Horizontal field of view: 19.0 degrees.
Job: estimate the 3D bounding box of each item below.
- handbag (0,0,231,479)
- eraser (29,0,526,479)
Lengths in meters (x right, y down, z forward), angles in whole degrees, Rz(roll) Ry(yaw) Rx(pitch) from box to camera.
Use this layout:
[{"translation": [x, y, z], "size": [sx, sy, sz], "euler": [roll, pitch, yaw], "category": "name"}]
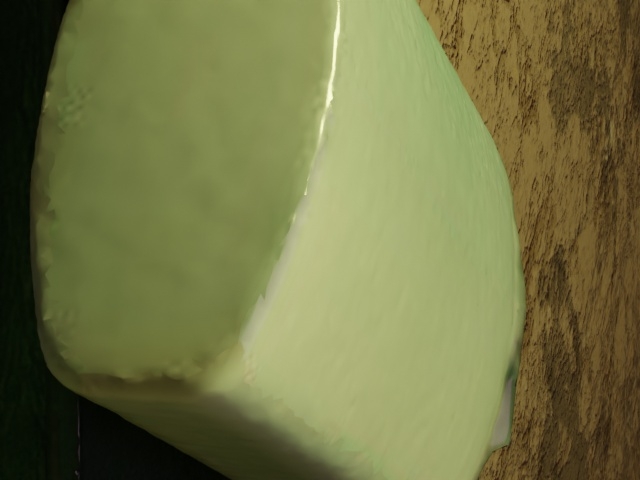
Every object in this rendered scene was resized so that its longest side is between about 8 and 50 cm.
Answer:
[{"translation": [-0.081, -0.016, 0.754], "size": [0.238, 0.089, 0.326], "euler": [-35, 128, -66], "category": "handbag"}, {"translation": [0.000, 0.000, 0.703], "size": [0.290, 0.104, 0.189], "euler": [48, 53, -66], "category": "eraser"}]
